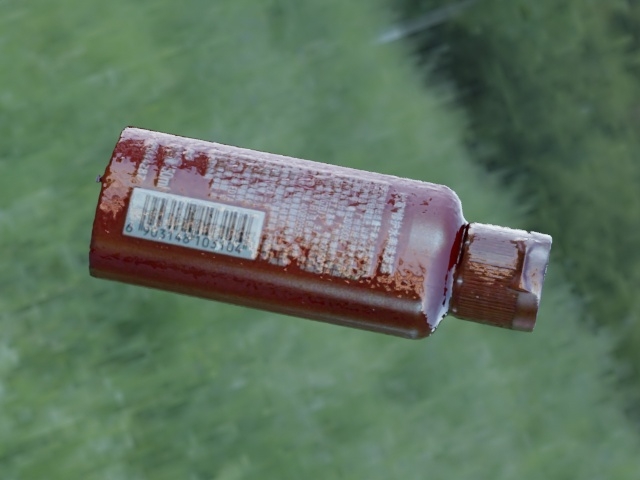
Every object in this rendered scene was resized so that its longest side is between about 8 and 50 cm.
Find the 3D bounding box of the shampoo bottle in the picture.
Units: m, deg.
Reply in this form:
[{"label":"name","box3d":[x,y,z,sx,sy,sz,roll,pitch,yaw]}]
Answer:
[{"label":"shampoo bottle","box3d":[0.000,0.000,1.351,0.076,0.314,0.118,94,8,-57]}]
